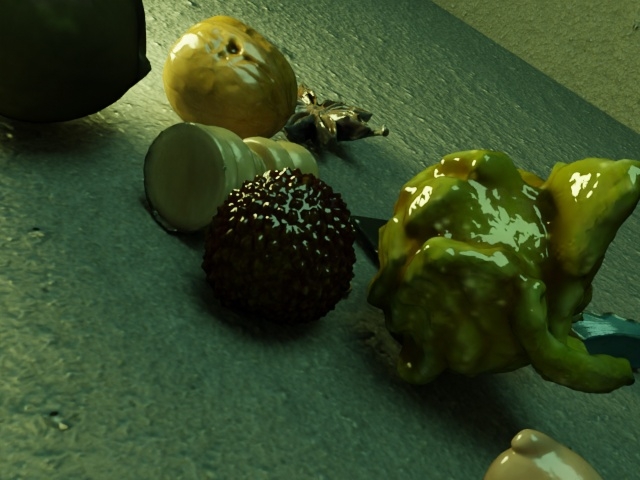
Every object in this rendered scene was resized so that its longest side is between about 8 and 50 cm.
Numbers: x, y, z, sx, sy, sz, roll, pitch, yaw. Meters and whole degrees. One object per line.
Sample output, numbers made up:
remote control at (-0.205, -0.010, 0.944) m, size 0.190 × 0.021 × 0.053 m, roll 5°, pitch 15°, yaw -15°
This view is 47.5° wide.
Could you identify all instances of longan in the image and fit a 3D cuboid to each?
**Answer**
longan at (-0.365, -0.295, 0.963) m, size 0.288 × 0.288 × 0.350 m, roll 25°, pitch 19°, yaw -4°

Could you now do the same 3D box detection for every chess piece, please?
chess piece at (-0.103, -0.089, 0.999) m, size 0.143 × 0.142 × 0.261 m, roll 40°, pitch 25°, yaw 22°

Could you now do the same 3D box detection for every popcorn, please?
popcorn at (0.211, 0.052, 0.843) m, size 0.290 × 0.321 × 0.325 m, roll -25°, pitch 71°, yaw -13°

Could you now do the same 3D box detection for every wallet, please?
wallet at (0.185, 0.018, 1.160) m, size 0.285 × 0.030 × 0.146 m, roll 4°, pitch 33°, yaw -38°

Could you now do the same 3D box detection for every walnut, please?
walnut at (-0.141, -0.252, 1.172) m, size 0.222 × 0.195 × 0.195 m, roll 35°, pitch 29°, yaw 11°

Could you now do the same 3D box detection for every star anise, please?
star anise at (0.006, -0.221, 1.351) m, size 0.262 × 0.081 × 0.230 m, roll 24°, pitch 26°, yaw 18°

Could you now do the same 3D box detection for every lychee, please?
lychee at (-0.041, 0.005, 0.840) m, size 0.188 × 0.188 × 0.188 m, roll 21°, pitch 29°, yaw -12°

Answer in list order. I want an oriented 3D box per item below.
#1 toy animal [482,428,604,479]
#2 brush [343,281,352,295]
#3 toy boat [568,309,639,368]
toy animal at (0.210, 0.278, 0.614) m, size 0.171 × 0.171 × 0.197 m, roll 21°, pitch 26°, yaw -11°
brush at (0.000, 0.000, 0.978) m, size 0.051 × 0.014 × 0.164 m, roll -4°, pitch 66°, yaw -49°
toy boat at (0.439, 0.141, 1.120) m, size 0.186 × 0.075 × 0.077 m, roll 11°, pitch 34°, yaw -19°
